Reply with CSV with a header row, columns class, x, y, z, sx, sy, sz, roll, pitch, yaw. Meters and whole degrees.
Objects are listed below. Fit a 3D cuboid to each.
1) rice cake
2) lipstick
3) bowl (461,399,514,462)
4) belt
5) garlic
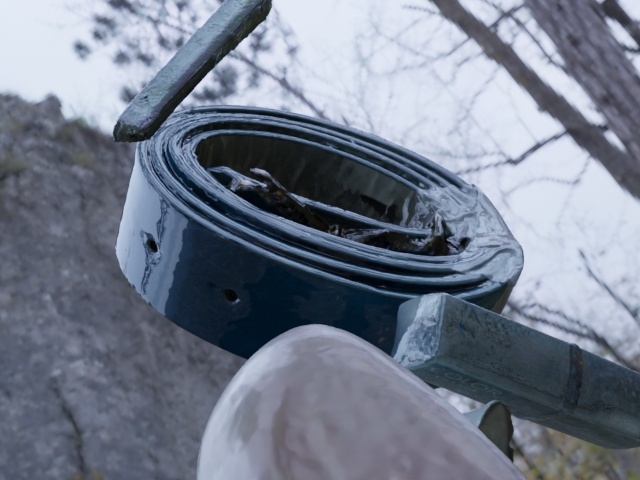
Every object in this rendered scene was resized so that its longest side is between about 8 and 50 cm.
class,x,y,z,sx,sy,sz,roll,pitch,yaw
rice cake,-0.104,-0.149,1.012,0.207,0.033,0.033,-53,-16,-34
lipstick,0.197,0.127,1.149,0.290,0.076,0.077,22,-22,-30
bowl,0.059,0.279,1.037,0.146,0.313,0.313,8,-22,20
belt,-0.001,-0.001,1.326,0.437,0.300,0.173,22,-54,0
garlic,0.015,0.130,0.550,0.143,0.318,0.112,-50,-56,-3
